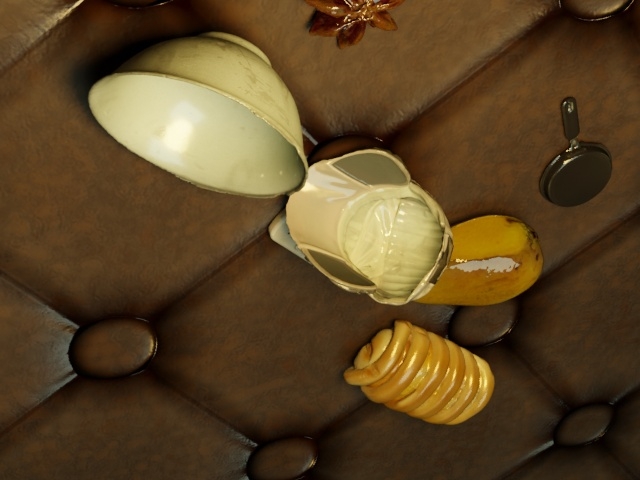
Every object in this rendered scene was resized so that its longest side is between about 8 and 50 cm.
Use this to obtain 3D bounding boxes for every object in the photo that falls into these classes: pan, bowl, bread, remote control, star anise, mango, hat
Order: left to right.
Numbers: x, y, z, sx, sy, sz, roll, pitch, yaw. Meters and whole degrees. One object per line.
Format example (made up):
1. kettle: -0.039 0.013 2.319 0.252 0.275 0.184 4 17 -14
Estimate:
1. bowl: -0.142 -0.192 1.394 0.313 0.146 0.313 17 158 7
2. remote control: 0.000 0.000 1.711 0.087 0.029 0.190 -43 130 16
3. star anise: 0.054 -0.331 1.433 0.167 0.057 0.168 -10 130 -12
4. hat: 0.074 -0.014 1.640 0.275 0.232 0.161 22 164 -16
5. bread: 0.205 0.263 1.949 0.311 0.121 0.173 25 116 -36
6. mango: 0.258 0.042 1.780 0.261 0.130 0.167 -7 136 -8
7. pan: 0.435 -0.145 1.753 0.136 0.028 0.235 -22 133 -2
